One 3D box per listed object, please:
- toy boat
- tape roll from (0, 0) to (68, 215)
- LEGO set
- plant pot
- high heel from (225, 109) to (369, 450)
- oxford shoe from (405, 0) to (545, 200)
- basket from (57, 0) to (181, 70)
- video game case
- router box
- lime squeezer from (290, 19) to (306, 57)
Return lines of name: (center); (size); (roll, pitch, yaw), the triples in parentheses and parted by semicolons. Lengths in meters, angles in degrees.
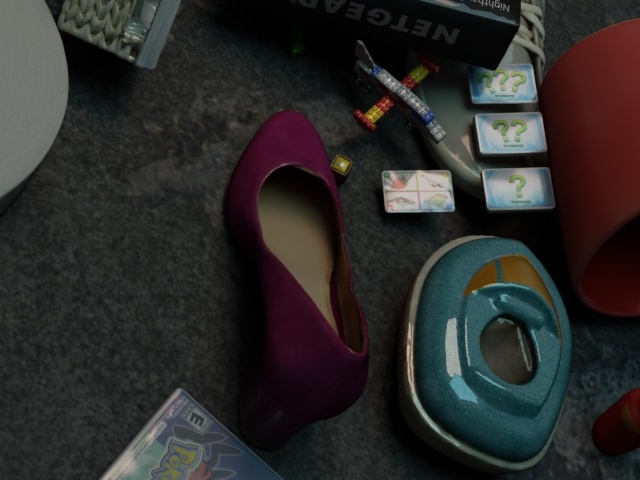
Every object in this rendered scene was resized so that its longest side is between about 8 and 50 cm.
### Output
toy boat: (0.230, 0.120, 1.414); (0.318, 0.148, 0.267); (25, 50, -17)
tape roll: (-0.413, -0.163, 1.236); (0.392, 0.072, 0.392); (17, 52, -23)
LEGO set: (0.125, -0.119, 1.510); (0.244, 0.060, 0.182); (-1, 68, -8)
plant pot: (0.362, -0.087, 1.527); (0.275, 0.275, 0.243); (5, 53, -31)
high heel: (0.000, 0.000, 1.320); (0.127, 0.181, 0.377); (14, 54, -25)
oxford shoe: (0.199, -0.246, 1.651); (0.169, 0.130, 0.449); (23, 53, -23)
basket: (-0.189, -0.258, 1.385); (0.103, 0.113, 0.167); (19, 27, -13)
video game case: (-0.108, 0.249, 1.193); (0.183, 0.023, 0.201); (42, 47, -3)
router box: (0.065, -0.334, 1.543); (0.309, 0.081, 0.243); (13, 56, -9)
lime squeezer: (-0.061, -0.350, 1.613); (0.110, 0.059, 0.310); (-28, 77, -8)
